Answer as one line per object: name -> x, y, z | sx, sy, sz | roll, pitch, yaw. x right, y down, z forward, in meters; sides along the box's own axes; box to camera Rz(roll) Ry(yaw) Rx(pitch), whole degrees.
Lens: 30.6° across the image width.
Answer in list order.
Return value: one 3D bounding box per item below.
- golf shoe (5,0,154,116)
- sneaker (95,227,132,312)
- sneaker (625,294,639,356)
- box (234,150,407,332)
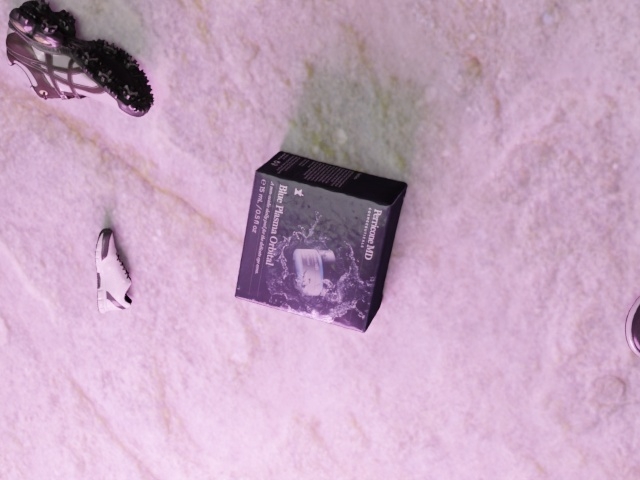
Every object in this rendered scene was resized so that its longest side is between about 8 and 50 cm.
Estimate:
golf shoe -> -0.280, -0.191, 1.351 | 0.198, 0.077, 0.094 | 38, 125, 9
sneaker -> -0.252, 0.036, 1.432 | 0.043, 0.040, 0.109 | -1, 111, 0
sneaker -> 0.420, 0.062, 1.203 | 0.234, 0.097, 0.084 | -29, 97, 23
box -> 0.000, 0.000, 1.312 | 0.158, 0.093, 0.156 | 14, 111, 10
